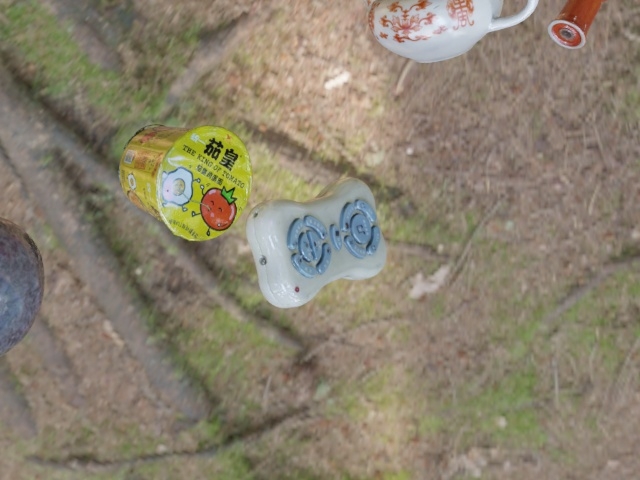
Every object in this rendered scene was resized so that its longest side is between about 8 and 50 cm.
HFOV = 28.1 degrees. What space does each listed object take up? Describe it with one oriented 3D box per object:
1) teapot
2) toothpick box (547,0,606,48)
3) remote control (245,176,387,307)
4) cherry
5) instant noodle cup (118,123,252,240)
[{"bbox_3d":[0.148,-0.274,1.518,0.245,0.159,0.116,-6,99,31],"label":"teapot"},{"bbox_3d":[0.296,-0.262,1.456,0.047,0.083,0.047,27,155,13],"label":"toothpick box"},{"bbox_3d":[0.000,0.000,0.873,0.032,0.122,0.074,-11,96,41],"label":"remote control"},{"bbox_3d":[-0.418,0.056,1.526,0.195,0.195,0.195,4,120,7],"label":"cherry"},{"bbox_3d":[-0.221,-0.101,2.002,0.144,0.182,0.182,18,131,46],"label":"instant noodle cup"}]
